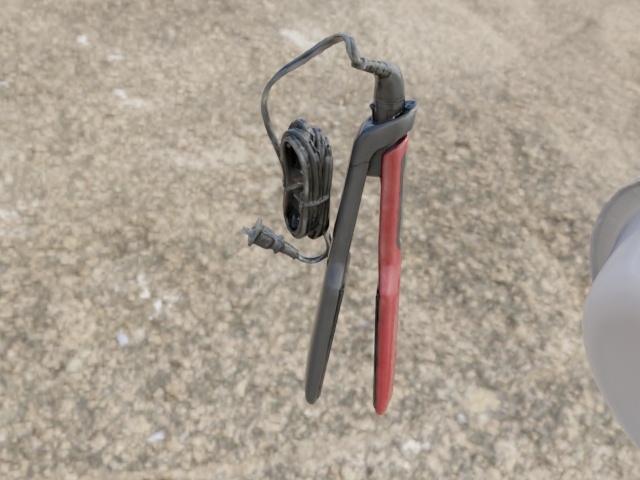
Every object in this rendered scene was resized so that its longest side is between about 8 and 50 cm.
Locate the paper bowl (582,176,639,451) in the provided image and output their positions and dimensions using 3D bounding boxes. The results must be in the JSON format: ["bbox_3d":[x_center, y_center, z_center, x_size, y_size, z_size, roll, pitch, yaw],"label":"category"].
[{"bbox_3d":[0.289,0.077,0.563,0.148,0.284,0.284,-28,47,-15],"label":"paper bowl"}]

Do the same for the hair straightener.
[{"bbox_3d":[0.000,0.000,0.441,0.089,0.230,0.047,5,40,6],"label":"hair straightener"}]
